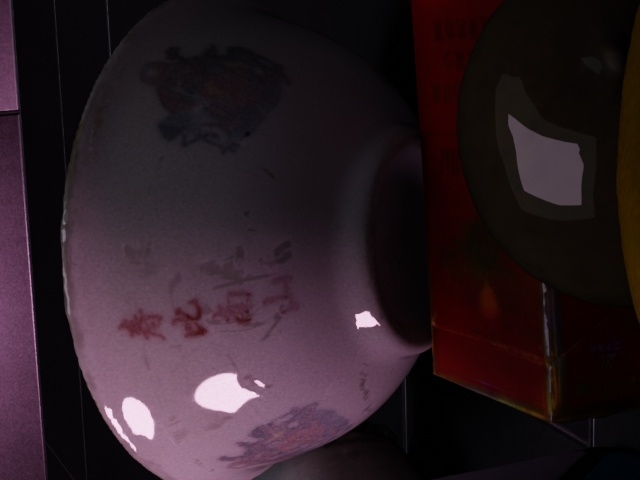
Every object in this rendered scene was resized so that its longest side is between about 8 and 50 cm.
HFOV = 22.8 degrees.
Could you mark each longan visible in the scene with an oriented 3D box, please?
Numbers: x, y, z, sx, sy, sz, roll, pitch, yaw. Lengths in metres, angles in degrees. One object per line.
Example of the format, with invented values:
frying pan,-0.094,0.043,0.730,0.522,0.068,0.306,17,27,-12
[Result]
longan,0.179,-0.066,0.985,0.196,0.197,0.220,-33,75,66

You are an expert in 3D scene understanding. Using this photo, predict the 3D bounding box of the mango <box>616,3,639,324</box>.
mango,0.257,-0.051,0.773,0.253,0.182,0.364,-18,75,46

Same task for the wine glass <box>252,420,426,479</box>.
wine glass,0.053,0.309,1.418,0.357,0.191,0.190,-129,38,-54

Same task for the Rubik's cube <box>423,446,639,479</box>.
Rubik's cube,0.148,0.315,1.036,0.310,0.307,0.305,180,81,-69

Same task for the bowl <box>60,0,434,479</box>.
bowl,0.000,0.000,1.320,0.196,0.435,0.434,0,99,31

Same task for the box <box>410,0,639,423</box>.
box,0.153,-0.038,1.188,0.197,0.089,0.313,-166,71,-66
